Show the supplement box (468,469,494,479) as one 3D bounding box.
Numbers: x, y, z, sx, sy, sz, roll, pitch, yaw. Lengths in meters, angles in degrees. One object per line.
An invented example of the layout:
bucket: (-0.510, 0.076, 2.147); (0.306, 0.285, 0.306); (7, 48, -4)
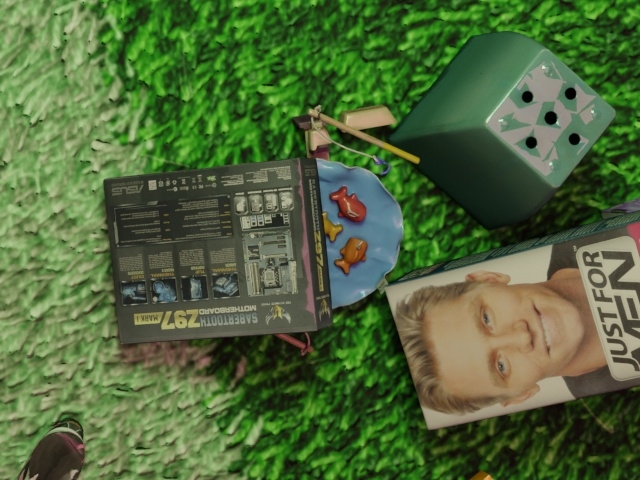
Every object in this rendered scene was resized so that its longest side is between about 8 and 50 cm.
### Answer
supplement box: (0.196, 0.323, 1.722); (0.062, 0.036, 0.098); (-40, 98, -8)

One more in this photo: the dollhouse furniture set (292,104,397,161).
dollhouse furniture set: (0.037, -0.100, 1.669); (0.114, 0.091, 0.081); (-11, 108, -12)

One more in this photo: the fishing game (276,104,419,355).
fishing game: (0.000, 0.000, 1.633); (0.189, 0.041, 0.264); (28, 107, -15)

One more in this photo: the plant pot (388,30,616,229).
plant pot: (0.211, -0.123, 1.620); (0.165, 0.234, 0.165); (41, 83, -10)

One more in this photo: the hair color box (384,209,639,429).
hair color box: (0.262, 0.081, 1.609); (0.347, 0.105, 0.174); (-16, 94, 25)

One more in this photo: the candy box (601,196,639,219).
candy box: (0.446, -0.033, 1.703); (0.196, 0.165, 0.070); (-20, 96, -11)

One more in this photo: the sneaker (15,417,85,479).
sneaker: (-0.298, 0.268, 1.609); (0.072, 0.077, 0.178); (35, 105, -8)

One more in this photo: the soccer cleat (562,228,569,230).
soccer cleat: (0.334, 0.057, 1.737); (0.179, 0.060, 0.072); (38, 82, -6)

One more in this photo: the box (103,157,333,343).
box: (-0.110, 0.012, 1.595); (0.232, 0.059, 0.183); (-6, 91, 20)
